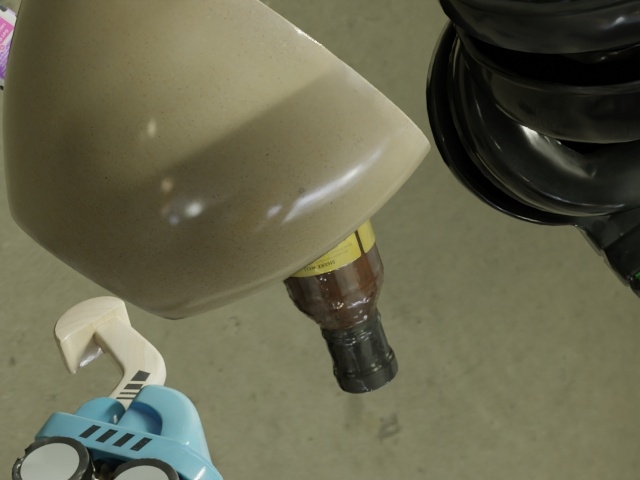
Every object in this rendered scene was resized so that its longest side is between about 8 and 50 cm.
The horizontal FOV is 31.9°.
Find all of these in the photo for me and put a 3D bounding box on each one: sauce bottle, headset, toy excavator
[{"bbox_3d":[0.000,0.000,1.151,0.111,0.111,0.344,-36,118,-39],"label":"sauce bottle"},{"bbox_3d":[0.133,-0.106,0.469,0.185,0.243,0.394,-35,74,-4],"label":"headset"},{"bbox_3d":[-0.286,0.284,1.673,0.445,0.433,0.222,-55,146,-46],"label":"toy excavator"}]

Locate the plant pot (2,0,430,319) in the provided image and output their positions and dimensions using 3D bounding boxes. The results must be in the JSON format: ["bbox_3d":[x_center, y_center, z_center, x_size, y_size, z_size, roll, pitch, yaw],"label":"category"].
[{"bbox_3d":[-0.097,-0.060,0.745,0.284,0.284,0.191,33,91,-27],"label":"plant pot"}]

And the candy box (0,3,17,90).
[{"bbox_3d":[-0.293,-0.172,1.139,0.196,0.165,0.070,35,87,10],"label":"candy box"}]
